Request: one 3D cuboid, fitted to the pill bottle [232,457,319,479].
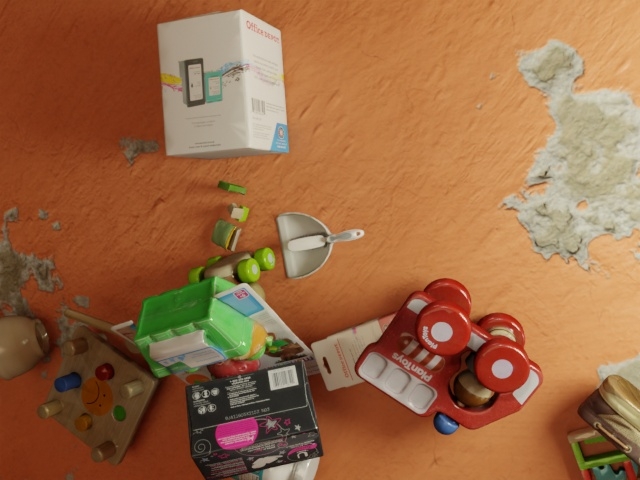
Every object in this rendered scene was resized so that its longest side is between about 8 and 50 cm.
[{"bbox_3d":[-0.140,0.460,1.496,0.264,0.146,0.146,15,99,18],"label":"pill bottle"}]

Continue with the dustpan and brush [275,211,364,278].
[{"bbox_3d":[0.000,0.000,1.452,0.211,0.060,0.147,-11,91,21],"label":"dustpan and brush"}]

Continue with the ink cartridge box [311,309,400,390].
[{"bbox_3d":[0.092,0.233,1.435,0.198,0.067,0.115,-21,87,19],"label":"ink cartridge box"}]

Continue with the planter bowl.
[{"bbox_3d":[-0.750,0.257,1.709,0.109,0.162,0.161,-17,88,-5],"label":"planter bowl"}]

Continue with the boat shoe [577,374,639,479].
[{"bbox_3d":[0.608,0.400,1.206,0.342,0.123,0.123,45,115,16],"label":"boat shoe"}]

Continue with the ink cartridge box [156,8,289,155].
[{"bbox_3d":[-0.199,-0.315,1.428,0.197,0.198,0.269,-2,93,21],"label":"ink cartridge box"}]

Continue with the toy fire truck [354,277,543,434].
[{"bbox_3d":[0.249,0.238,1.308,0.302,0.169,0.253,33,109,2],"label":"toy fire truck"}]

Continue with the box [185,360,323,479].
[{"bbox_3d":[-0.134,0.367,1.386,0.248,0.142,0.163,-12,49,-4],"label":"box"}]

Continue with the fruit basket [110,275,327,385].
[{"bbox_3d":[-0.205,0.238,1.431,0.327,0.165,0.353,-17,131,20],"label":"fruit basket"}]

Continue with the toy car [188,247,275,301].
[{"bbox_3d":[-0.173,0.126,1.493,0.155,0.149,0.188,-10,103,25],"label":"toy car"}]

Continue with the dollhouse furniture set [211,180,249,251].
[{"bbox_3d":[-0.213,-0.052,1.518,0.076,0.059,0.151,24,99,35],"label":"dollhouse furniture set"}]

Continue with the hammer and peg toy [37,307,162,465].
[{"bbox_3d":[-0.514,0.322,1.633,0.266,0.127,0.361,30,104,17],"label":"hammer and peg toy"}]

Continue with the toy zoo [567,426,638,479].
[{"bbox_3d":[0.611,0.482,1.284,0.193,0.030,0.293,-20,87,20],"label":"toy zoo"}]
